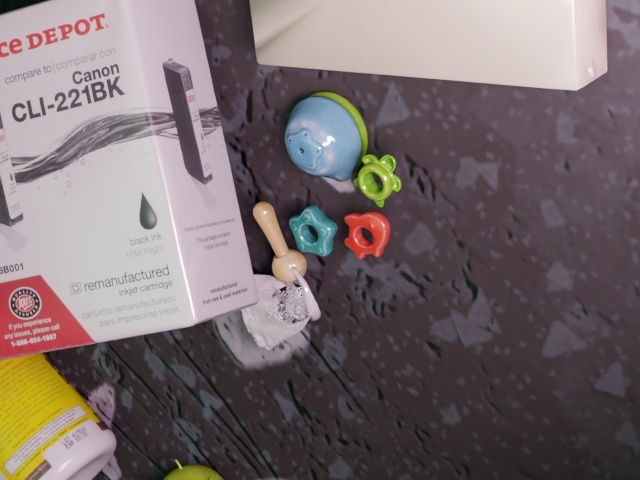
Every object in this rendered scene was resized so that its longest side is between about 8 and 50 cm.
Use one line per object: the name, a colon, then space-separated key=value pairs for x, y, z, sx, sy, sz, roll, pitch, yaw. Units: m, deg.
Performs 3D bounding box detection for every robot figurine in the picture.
robot figurine: x=-0.119 y=0.259 z=1.403 sx=0.101 sy=0.067 sz=0.115 roll=20 pitch=121 yaw=28

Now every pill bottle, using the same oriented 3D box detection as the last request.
pill bottle: x=-0.307 y=0.157 z=1.467 sx=0.215 sy=0.117 sz=0.117 roll=47 pitch=131 yaw=10

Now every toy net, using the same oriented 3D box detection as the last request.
toy net: x=0.000 y=0.000 z=1.207 sx=0.122 sy=0.045 sz=0.232 roll=32 pitch=129 yaw=20

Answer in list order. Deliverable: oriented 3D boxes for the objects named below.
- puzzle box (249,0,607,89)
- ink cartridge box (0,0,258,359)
puzzle box: x=0.055 y=-0.311 z=1.009 sx=0.272 sy=0.052 sz=0.409 roll=10 pitch=116 yaw=35
ink cartridge box: x=-0.184 y=-0.058 z=1.214 sx=0.197 sy=0.114 sz=0.273 roll=-11 pitch=91 yaw=25
